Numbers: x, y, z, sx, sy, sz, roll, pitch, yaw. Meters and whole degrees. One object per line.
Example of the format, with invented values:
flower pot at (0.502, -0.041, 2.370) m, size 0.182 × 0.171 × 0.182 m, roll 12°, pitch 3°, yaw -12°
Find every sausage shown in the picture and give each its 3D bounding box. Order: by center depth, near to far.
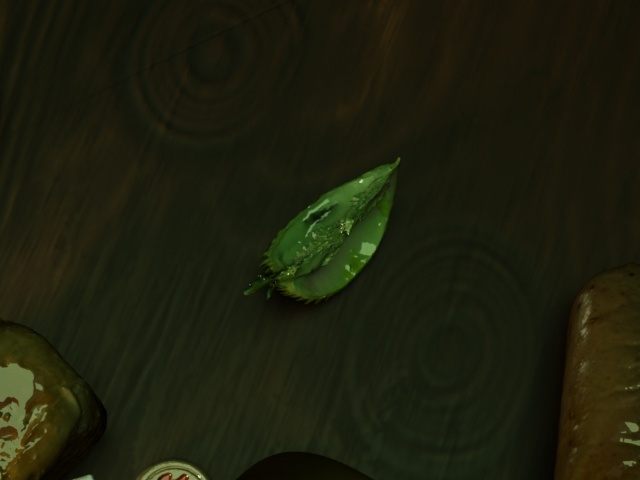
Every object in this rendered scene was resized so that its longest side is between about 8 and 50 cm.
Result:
sausage at (0.260, 0.242, 1.230) m, size 0.123 × 0.136 × 0.500 m, roll 21°, pitch 61°, yaw -17°

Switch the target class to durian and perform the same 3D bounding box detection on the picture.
durian at (0.000, 0.000, 1.334) m, size 0.086 × 0.100 × 0.215 m, roll 40°, pitch 65°, yaw 12°

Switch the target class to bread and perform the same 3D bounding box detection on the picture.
bread at (-0.323, 0.178, 1.191) m, size 0.176 × 0.195 × 0.246 m, roll 43°, pitch 72°, yaw 5°

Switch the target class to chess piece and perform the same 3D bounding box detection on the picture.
chess piece at (-0.136, 0.243, 1.270) m, size 0.084 × 0.038 × 0.083 m, roll 2°, pitch 69°, yaw -5°

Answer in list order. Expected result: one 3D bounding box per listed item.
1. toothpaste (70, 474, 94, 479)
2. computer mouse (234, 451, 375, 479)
toothpaste at (-0.152, 0.354, 1.087) m, size 0.067 × 0.081 × 0.336 m, roll -19°, pitch 77°, yaw -15°
computer mouse at (0.047, 0.299, 1.211) m, size 0.310 × 0.072 × 0.158 m, roll 37°, pitch 40°, yaw 16°
